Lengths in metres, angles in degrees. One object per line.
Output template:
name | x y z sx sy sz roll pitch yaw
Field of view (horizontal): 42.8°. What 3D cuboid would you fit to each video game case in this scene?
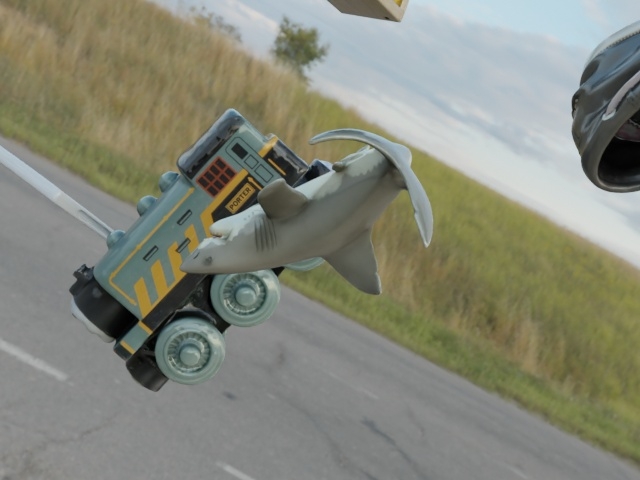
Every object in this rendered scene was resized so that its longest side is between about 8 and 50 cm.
video game case | -0.314 -0.051 0.979 0.157 0.019 0.143 31 -10 33

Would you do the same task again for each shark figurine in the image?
shark figurine | 0.025 -0.011 0.622 0.166 0.116 0.278 -23 -1 -36

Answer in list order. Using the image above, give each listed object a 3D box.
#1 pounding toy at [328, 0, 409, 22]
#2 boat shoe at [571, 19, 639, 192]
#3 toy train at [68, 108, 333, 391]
pounding toy | 0.038 -0.345 0.799 0.094 0.181 0.206 20 -1 34
boat shoe | 0.282 -0.117 0.423 0.112 0.095 0.335 39 -42 -21
toy train | -0.126 0.011 0.918 0.190 0.334 0.142 43 4 -10
